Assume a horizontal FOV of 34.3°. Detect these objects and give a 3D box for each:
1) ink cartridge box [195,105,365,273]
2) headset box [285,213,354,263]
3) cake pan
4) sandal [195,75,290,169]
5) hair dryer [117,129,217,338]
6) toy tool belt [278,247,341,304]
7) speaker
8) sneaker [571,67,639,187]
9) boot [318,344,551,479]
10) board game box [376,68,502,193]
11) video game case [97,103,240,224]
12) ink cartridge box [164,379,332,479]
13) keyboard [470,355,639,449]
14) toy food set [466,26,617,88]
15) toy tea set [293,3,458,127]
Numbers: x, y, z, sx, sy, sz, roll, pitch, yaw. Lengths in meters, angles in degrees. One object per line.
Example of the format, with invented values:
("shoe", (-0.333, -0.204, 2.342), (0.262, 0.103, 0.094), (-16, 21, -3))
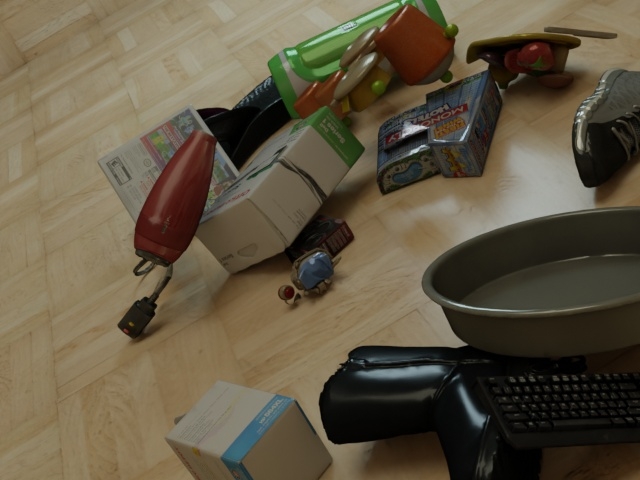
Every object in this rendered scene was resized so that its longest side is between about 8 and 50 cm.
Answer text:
("ink cartridge box", (-0.060, -0.071, 1.469), (0.160, 0.092, 0.219), (-26, 21, 49))
("headset box", (0.000, 0.000, 1.400), (0.083, 0.032, 0.062), (-42, 30, -20))
("cake pan", (0.246, 0.036, 1.003), (0.293, 0.054, 0.293), (-12, 15, 3))
("sandal", (-0.179, -0.197, 1.812), (0.167, 0.107, 0.446), (5, 43, 46))
("hair dryer", (-0.223, -0.029, 1.457), (0.293, 0.080, 0.223), (-58, 19, 27))
("toy tool belt", (-0.013, 0.046, 1.316), (0.083, 0.052, 0.051), (-43, 22, -23))
("speaker", (0.066, -0.313, 1.747), (0.296, 0.131, 0.131), (-24, 28, 3))
("sneaker", (0.386, -0.149, 1.235), (0.132, 0.086, 0.229), (-5, 35, 34))
("boot", (0.094, 0.174, 0.953), (0.207, 0.094, 0.246), (-10, 26, 25))
("board game box", (0.163, -0.143, 1.456), (0.194, 0.060, 0.194), (-21, 28, 16))
("video game case", (-0.237, -0.101, 1.675), (0.183, 0.023, 0.201), (-33, 66, -6))
("ink cartridge box", (-0.079, 0.210, 1.061), (0.143, 0.092, 0.090), (6, 44, 47))
("keyboard", (0.217, 0.130, 0.877), (0.180, 0.023, 0.108), (2, 31, -20))
("toy food set", (0.300, -0.251, 1.478), (0.128, 0.071, 0.218), (0, 2, -30))
("toy tea set", (0.084, -0.232, 1.568), (0.200, 0.124, 0.336), (-51, 13, -12))
